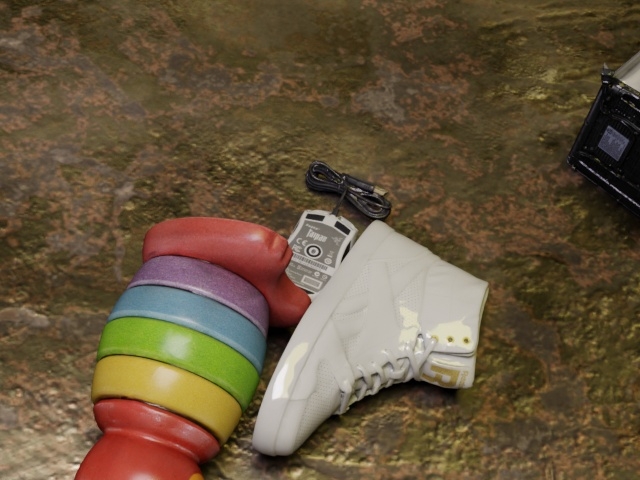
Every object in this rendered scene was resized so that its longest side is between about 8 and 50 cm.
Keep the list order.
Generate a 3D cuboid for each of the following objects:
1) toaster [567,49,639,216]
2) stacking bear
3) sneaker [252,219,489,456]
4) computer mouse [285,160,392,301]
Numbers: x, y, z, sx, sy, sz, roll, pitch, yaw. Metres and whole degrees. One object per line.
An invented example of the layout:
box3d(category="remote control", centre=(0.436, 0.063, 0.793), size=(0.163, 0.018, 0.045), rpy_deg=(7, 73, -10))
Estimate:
box3d(category="toaster", centre=(0.385, -0.118, 1.285), size=(0.168, 0.186, 0.110), rpy_deg=(39, 63, 17))
box3d(category="stacking bear", centre=(-0.134, 0.141, 1.043), size=(0.164, 0.175, 0.289), rpy_deg=(10, 62, 16))
box3d(category="sneaker", centre=(0.065, 0.115, 1.118), size=(0.169, 0.108, 0.292), rpy_deg=(26, 55, 12))
box3d(category="computer mouse", centre=(0.000, 0.000, 1.226), size=(0.106, 0.042, 0.193), rpy_deg=(24, 52, 8))
